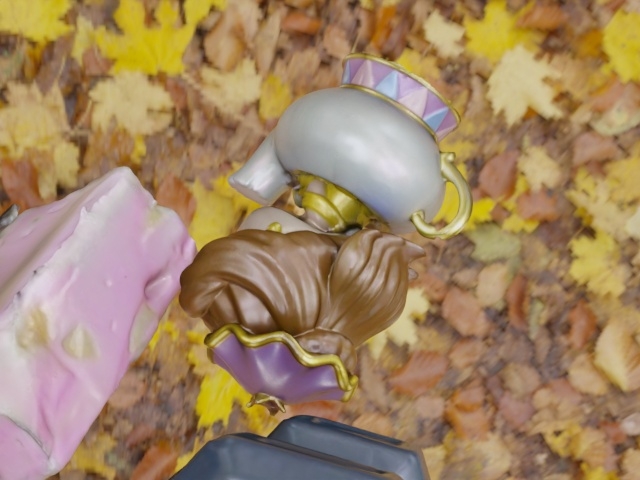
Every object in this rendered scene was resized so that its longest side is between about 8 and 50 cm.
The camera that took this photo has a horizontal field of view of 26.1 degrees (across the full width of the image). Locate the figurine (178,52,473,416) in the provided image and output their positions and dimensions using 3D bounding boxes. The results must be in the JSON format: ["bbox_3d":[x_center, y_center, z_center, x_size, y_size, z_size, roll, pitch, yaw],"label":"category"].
[{"bbox_3d":[0.000,0.000,1.001,0.189,0.142,0.263,20,74,34],"label":"figurine"}]

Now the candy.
[{"bbox_3d":[-0.214,0.067,1.026,0.116,0.155,0.265,57,36,-22],"label":"candy"}]

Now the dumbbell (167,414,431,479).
[{"bbox_3d":[-0.007,0.170,0.719,0.143,0.316,0.156,44,90,8],"label":"dumbbell"}]
